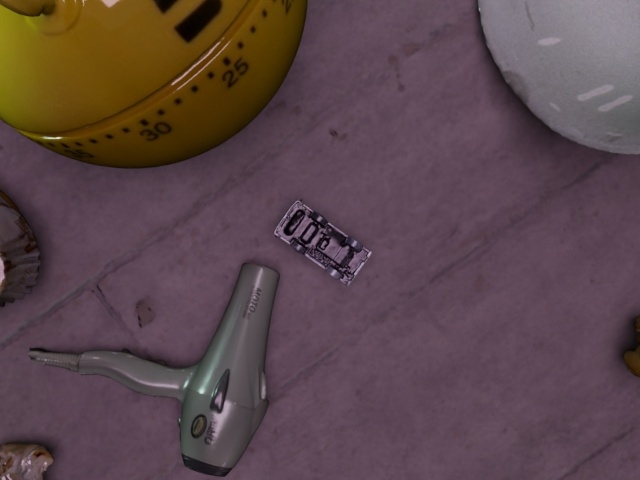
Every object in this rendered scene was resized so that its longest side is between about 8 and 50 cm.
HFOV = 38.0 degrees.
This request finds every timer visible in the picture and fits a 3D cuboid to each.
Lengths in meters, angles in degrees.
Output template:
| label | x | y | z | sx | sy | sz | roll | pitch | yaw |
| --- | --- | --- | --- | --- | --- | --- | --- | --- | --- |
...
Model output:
| label | x | y | z | sx | sy | sz | roll | pitch | yaw |
| --- | --- | --- | --- | --- | --- | --- | --- | --- | --- |
| timer | -0.195 | -0.258 | 0.832 | 0.376 | 0.376 | 0.387 | -39 | 136 | -1 |

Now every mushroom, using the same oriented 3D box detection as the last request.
| label | x | y | z | sx | sy | sz | roll | pitch | yaw |
| --- | --- | --- | --- | --- | --- | --- | --- | --- | --- |
| mushroom | -0.331 | 0.335 | 1.005 | 0.116 | 0.093 | 0.225 | 10 | 97 | 18 |

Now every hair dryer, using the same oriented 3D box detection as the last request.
| label | x | y | z | sx | sy | sz | roll | pitch | yaw |
| --- | --- | --- | --- | --- | --- | --- | --- | --- | --- |
| hair dryer | -0.157 | 0.100 | 1.020 | 0.267 | 0.092 | 0.229 | 32 | 83 | 6 |

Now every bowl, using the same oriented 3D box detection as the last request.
| label | x | y | z | sx | sy | sz | roll | pitch | yaw |
| --- | --- | --- | --- | --- | --- | --- | --- | --- | --- |
| bowl | 0.374 | -0.299 | 0.915 | 0.196 | 0.435 | 0.434 | -5 | 93 | -38 |

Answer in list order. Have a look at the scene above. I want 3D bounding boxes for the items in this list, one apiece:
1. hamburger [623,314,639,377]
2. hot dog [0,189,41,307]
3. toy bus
| label | x | y | z | sx | sy | sz | roll | pitch | yaw |
| --- | --- | --- | --- | --- | --- | --- | --- | --- | --- |
| hamburger | 0.411 | 0.127 | 1.008 | 0.147 | 0.138 | 0.083 | 8 | 91 | -9 |
| hot dog | -0.423 | -0.020 | 0.993 | 0.270 | 0.082 | 0.162 | 45 | 81 | 4 |
| toy bus | 0.000 | 0.000 | 1.023 | 0.102 | 0.058 | 0.052 | 35 | 90 | -9 |
